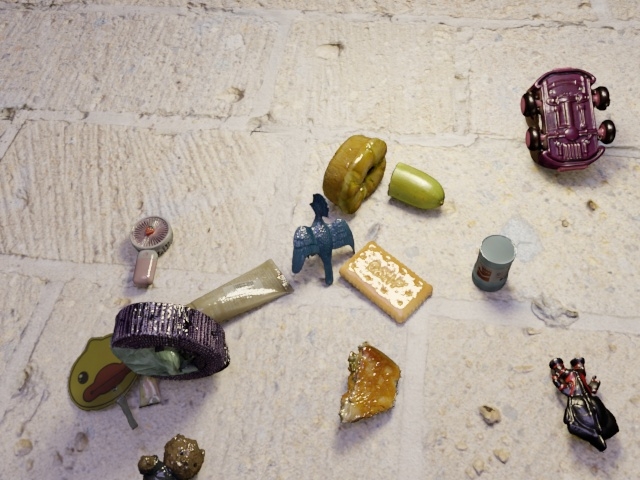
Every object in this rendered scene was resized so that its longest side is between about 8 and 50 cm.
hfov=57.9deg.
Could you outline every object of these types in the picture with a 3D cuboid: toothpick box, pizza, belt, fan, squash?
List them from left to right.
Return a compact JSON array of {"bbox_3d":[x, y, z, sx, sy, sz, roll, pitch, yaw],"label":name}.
[{"bbox_3d":[-0.566,0.380,1.559,0.229,0.011,0.335,-37,53,-9],"label":"fan"},{"bbox_3d":[-0.530,0.032,1.788,0.130,0.074,0.244,-2,56,2],"label":"fan"},{"bbox_3d":[-0.383,0.264,1.466,0.260,0.325,0.122,-13,57,17],"label":"belt"},{"bbox_3d":[0.126,0.384,1.500,0.147,0.069,0.226,20,60,-8],"label":"pizza"},{"bbox_3d":[0.311,-0.164,1.834,0.186,0.123,0.123,27,61,22],"label":"squash"},{"bbox_3d":[0.488,0.066,1.635,0.101,0.153,0.101,-2,55,4],"label":"toothpick box"}]

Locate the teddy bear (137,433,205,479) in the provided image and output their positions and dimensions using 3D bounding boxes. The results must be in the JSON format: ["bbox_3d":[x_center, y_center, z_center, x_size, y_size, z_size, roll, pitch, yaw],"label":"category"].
[{"bbox_3d":[-0.370,0.585,1.364,0.129,0.182,0.251,-23,27,37],"label":"teddy bear"}]

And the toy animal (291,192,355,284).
[{"bbox_3d":[0.000,0.000,1.697,0.239,0.176,0.255,-18,79,-28],"label":"toy animal"}]

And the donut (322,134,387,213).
[{"bbox_3d":[0.112,-0.224,1.838,0.128,0.208,0.261,26,56,21],"label":"donut"}]

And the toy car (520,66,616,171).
[{"bbox_3d":[0.786,-0.382,1.904,0.271,0.240,0.341,-3,83,4],"label":"toy car"}]

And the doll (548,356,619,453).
[{"bbox_3d":[0.653,0.405,1.434,0.127,0.088,0.249,-23,44,13],"label":"doll"}]

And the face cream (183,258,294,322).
[{"bbox_3d":[-0.255,0.169,1.676,0.341,0.084,0.137,-26,59,-23],"label":"face cream"}]

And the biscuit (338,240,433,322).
[{"bbox_3d":[0.191,0.115,1.692,0.160,0.030,0.249,-40,65,-22],"label":"biscuit"}]

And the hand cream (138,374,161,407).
[{"bbox_3d":[-0.469,0.378,1.566,0.061,0.039,0.143,-14,60,-5],"label":"hand cream"}]
